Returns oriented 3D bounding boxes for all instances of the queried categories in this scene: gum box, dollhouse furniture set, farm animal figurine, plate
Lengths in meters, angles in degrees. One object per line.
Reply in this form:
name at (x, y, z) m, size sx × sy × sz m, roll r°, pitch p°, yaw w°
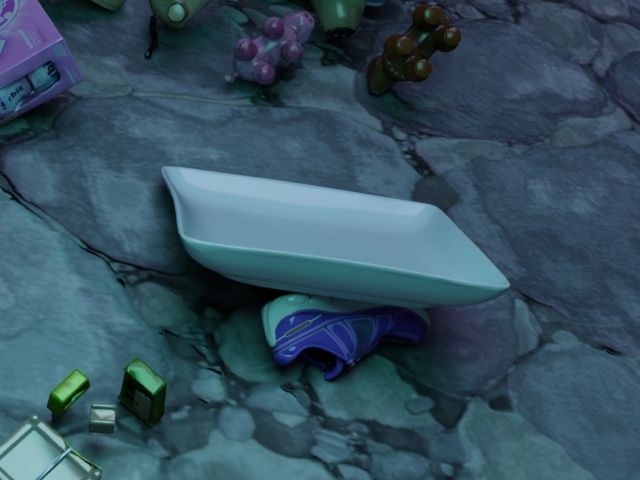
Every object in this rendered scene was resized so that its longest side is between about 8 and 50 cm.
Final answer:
gum box at (-0.314, -0.195, 1.510) m, size 0.107 × 0.062 × 0.188 m, roll -31°, pitch 52°, yaw -8°
dollhouse furniture set at (-0.184, 0.154, 1.188) m, size 0.076 × 0.059 × 0.151 m, roll 38°, pitch 59°, yaw 13°
farm animal figurine at (-0.002, -0.310, 1.701) m, size 0.330 × 0.327 × 0.172 m, roll 16°, pitch 2°, yaw -10°
plate at (0.000, 0.000, 1.386) m, size 0.277 × 0.045 × 0.278 m, roll 8°, pitch 14°, yaw -12°

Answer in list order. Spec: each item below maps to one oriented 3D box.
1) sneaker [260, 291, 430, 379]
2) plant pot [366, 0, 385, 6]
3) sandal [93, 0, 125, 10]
sneaker at (0.021, 0.084, 1.353) m, size 0.169 × 0.068 × 0.071 m, roll 1°, pitch 75°, yaw -35°
plant pot at (-0.010, -0.408, 1.886) m, size 0.165 × 0.166 × 0.234 m, roll 6°, pitch 26°, yaw -17°
sandal at (-0.304, -0.281, 1.632) m, size 0.240 × 0.079 × 0.088 m, roll 27°, pitch 23°, yaw -51°
